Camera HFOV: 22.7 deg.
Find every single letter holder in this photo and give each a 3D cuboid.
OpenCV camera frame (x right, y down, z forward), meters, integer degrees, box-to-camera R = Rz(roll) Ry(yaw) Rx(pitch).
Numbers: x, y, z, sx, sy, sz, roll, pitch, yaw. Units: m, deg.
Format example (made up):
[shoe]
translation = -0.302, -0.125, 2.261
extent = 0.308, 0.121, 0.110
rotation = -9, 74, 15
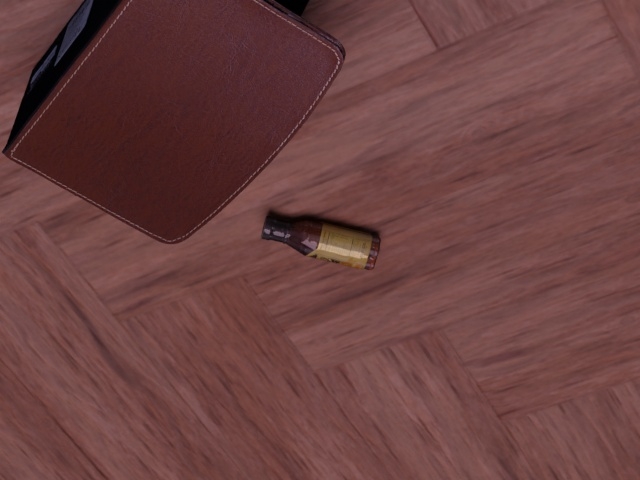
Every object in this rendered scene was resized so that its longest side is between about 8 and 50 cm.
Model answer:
[letter holder]
translation = -0.130, -0.168, 1.545
extent = 0.214, 0.152, 0.302
rotation = 31, 125, -20

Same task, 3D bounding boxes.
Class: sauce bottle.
[sauce bottle]
translation = 0.000, 0.000, 1.734
extent = 0.128, 0.042, 0.042
rotation = 14, 129, -2
